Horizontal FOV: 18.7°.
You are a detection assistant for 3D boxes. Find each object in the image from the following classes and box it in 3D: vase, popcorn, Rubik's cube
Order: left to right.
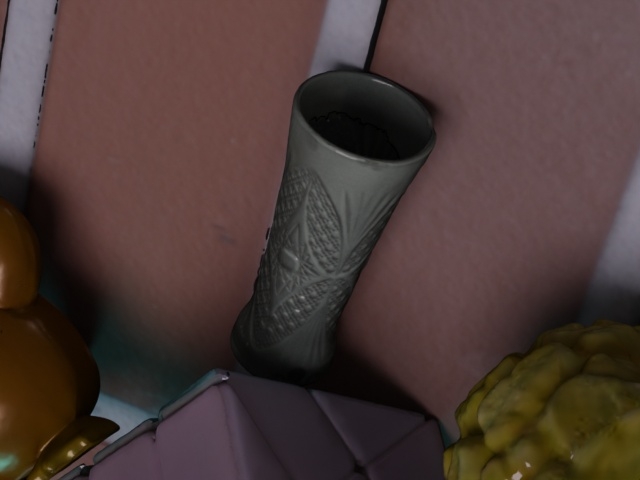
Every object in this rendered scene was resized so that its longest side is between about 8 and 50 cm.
[{"bbox_3d":[-0.039,0.246,1.344,0.231,0.221,0.225,16,138,-42],"label":"Rubik's cube"},{"bbox_3d":[0.000,0.000,1.314,0.096,0.096,0.219,25,128,6],"label":"vase"},{"bbox_3d":[0.207,0.174,1.258,0.258,0.224,0.270,2,113,2],"label":"popcorn"}]

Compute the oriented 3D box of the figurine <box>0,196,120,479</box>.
[{"bbox_3d":[-0.258,0.080,1.409,0.228,0.215,0.215,43,126,-19],"label":"figurine"}]
